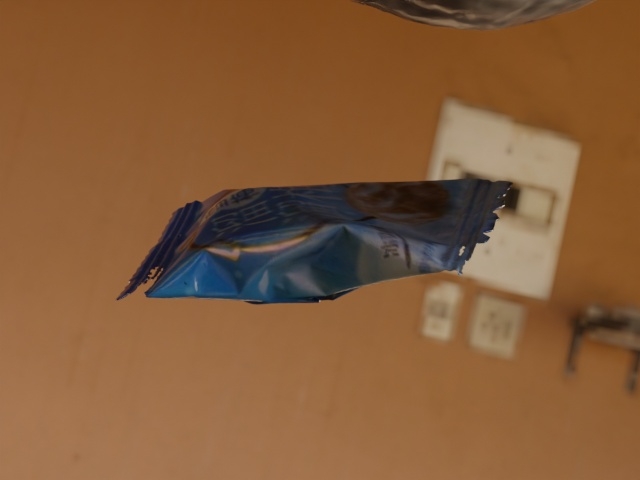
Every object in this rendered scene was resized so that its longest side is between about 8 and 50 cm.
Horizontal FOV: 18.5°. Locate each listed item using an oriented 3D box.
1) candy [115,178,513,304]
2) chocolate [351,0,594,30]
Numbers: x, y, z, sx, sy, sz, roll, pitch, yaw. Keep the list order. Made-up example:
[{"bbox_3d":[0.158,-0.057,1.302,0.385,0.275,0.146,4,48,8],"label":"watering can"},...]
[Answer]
[{"bbox_3d":[0.000,0.000,0.720,0.136,0.038,0.088,-4,18,13],"label":"candy"},{"bbox_3d":[0.095,-0.128,0.489,0.248,0.110,0.110,-25,13,-31],"label":"chocolate"}]
